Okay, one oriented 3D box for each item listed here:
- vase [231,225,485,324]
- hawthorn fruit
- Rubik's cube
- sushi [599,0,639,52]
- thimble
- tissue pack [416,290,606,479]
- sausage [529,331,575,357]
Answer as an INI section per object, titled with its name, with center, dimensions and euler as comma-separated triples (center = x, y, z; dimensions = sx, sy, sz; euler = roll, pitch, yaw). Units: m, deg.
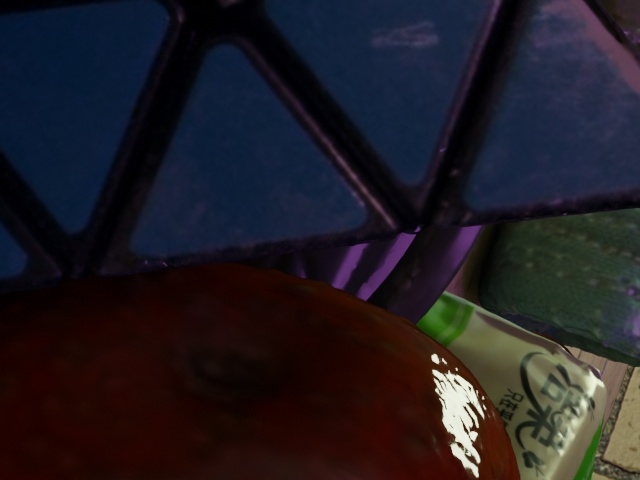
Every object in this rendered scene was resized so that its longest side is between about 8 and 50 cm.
[vase]
center = 0.000, 0.000, 0.796
dimensions = 0.300, 0.156, 0.251
euler = -63, -157, -3
[hawthorn fruit]
center = -0.045, 0.135, 0.601
dimensions = 0.275, 0.300, 0.275
euler = -3, 90, -79
[Rubik's cube]
center = -0.043, -0.081, 0.593
dimensions = 0.233, 0.229, 0.228
euler = 27, 36, -37
[sushi]
center = 0.200, -0.181, 1.085
dimensions = 0.350, 0.211, 0.171
euler = -58, -176, -27
[thimble]
center = 0.246, 0.026, 1.518
dimensions = 0.143, 0.198, 0.235
euler = -70, -164, -6
[tissue pack]
center = 0.008, 0.270, 1.022
dimensions = 0.405, 0.205, 0.331
euler = -47, 156, -50
[sausage]
center = 0.141, 0.195, 1.451
dimensions = 0.279, 0.152, 0.152
euler = -55, 157, -38
